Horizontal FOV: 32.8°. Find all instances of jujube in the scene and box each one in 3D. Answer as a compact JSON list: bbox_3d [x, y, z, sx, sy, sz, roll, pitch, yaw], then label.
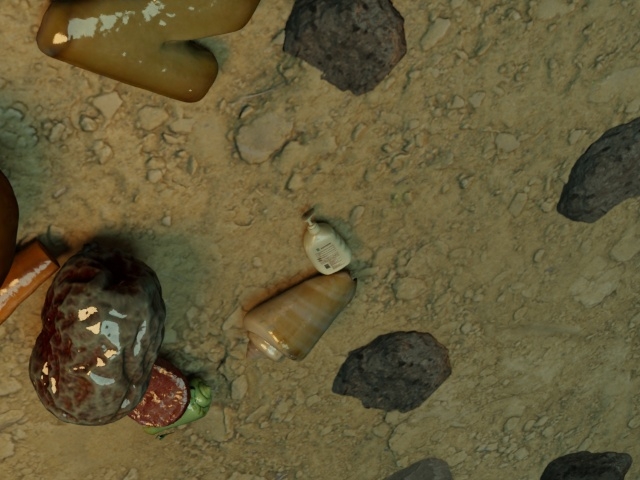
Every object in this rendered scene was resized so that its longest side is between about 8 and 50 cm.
[{"bbox_3d":[-0.379,0.163,1.855,0.226,0.226,0.317,0,123,-27],"label":"jujube"}]

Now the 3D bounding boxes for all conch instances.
[{"bbox_3d":[-0.034,0.158,2.084,0.255,0.127,0.158,-34,137,9],"label":"conch"},{"bbox_3d":[-0.291,0.330,2.154,0.170,0.079,0.106,-35,122,10],"label":"conch"}]

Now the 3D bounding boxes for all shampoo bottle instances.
[{"bbox_3d":[0.000,0.000,2.026,0.077,0.045,0.152,-30,138,5],"label":"shampoo bottle"}]

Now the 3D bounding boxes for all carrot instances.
[{"bbox_3d":[-0.526,0.078,1.806,0.193,0.087,0.087,-44,134,6],"label":"carrot"}]

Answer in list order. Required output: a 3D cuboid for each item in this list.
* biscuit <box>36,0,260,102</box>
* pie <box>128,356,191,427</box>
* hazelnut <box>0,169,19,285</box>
[{"bbox_3d":[-0.247,-0.330,1.600,0.290,0.062,0.237,17,119,-38],"label":"biscuit"},{"bbox_3d":[-0.321,0.289,2.083,0.154,0.036,0.155,2,111,4],"label":"pie"},{"bbox_3d":[-0.608,0.014,1.566,0.372,0.315,0.372,-29,168,-7],"label":"hazelnut"}]
